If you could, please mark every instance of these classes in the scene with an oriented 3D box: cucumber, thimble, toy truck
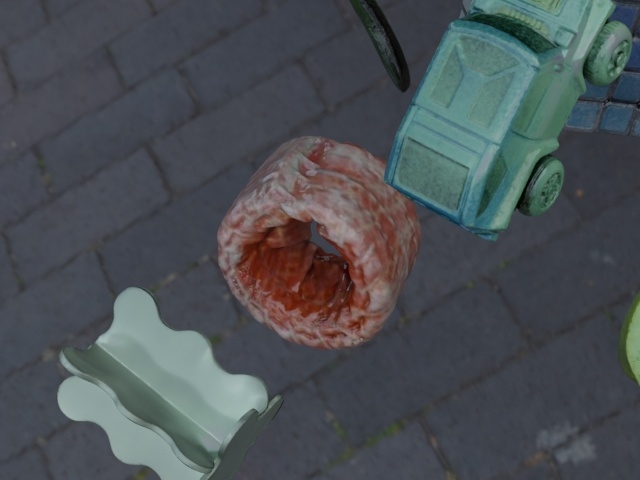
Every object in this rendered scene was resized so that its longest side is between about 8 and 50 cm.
[{"bbox_3d":[0.080,-0.283,1.935,0.036,0.184,0.033,-35,16,-18],"label":"cucumber"},{"bbox_3d":[0.000,0.000,1.741,0.239,0.239,0.162,3,34,26],"label":"thimble"},{"bbox_3d":[0.186,-0.145,1.435,0.155,0.156,0.279,30,100,29],"label":"toy truck"}]

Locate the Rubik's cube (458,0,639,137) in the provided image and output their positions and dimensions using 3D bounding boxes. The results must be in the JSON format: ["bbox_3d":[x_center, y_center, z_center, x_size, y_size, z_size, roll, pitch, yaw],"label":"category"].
[{"bbox_3d":[0.318,-0.288,1.755,0.237,0.237,0.238,3,35,-13],"label":"Rubik's cube"}]

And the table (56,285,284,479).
[{"bbox_3d":[-0.164,0.161,1.467,0.198,0.166,0.166,37,73,11],"label":"table"}]

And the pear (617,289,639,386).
[{"bbox_3d":[0.482,0.114,1.671,0.292,0.159,0.292,1,92,28],"label":"pear"}]
